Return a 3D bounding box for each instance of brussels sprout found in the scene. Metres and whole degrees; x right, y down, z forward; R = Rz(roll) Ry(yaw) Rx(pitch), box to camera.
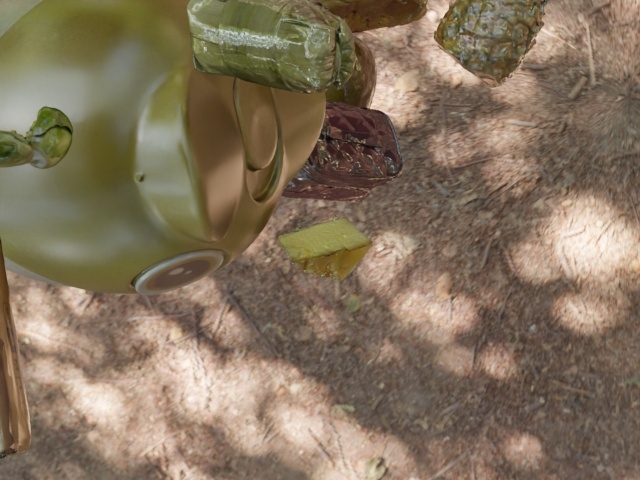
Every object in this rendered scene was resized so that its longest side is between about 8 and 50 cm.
[{"bbox_3d":[-0.249,-0.082,0.631,0.051,0.083,0.046,43,144,28],"label":"brussels sprout"}]

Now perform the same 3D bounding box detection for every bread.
[{"bbox_3d":[0.000,0.000,1.074,0.080,0.109,0.084,-54,48,16],"label":"bread"},{"bbox_3d":[0.021,-0.464,1.326,0.344,0.149,0.195,-15,55,-12],"label":"bread"}]

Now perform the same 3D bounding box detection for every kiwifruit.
[{"bbox_3d":[0.010,-0.289,1.451,0.196,0.196,0.234,25,111,16],"label":"kiwifruit"}]

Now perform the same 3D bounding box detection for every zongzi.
[{"bbox_3d":[-0.005,-0.181,0.652,0.160,0.176,0.078,26,124,33],"label":"zongzi"}]

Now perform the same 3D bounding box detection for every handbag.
[{"bbox_3d":[0.024,-0.148,1.266,0.135,0.225,0.146,-31,62,51],"label":"handbag"}]

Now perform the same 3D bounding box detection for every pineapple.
[{"bbox_3d":[0.307,-0.382,1.156,0.158,0.158,0.279,40,102,11],"label":"pineapple"}]

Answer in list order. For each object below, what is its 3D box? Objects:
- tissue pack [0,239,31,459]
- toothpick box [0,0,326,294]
[{"bbox_3d":[-0.312,0.007,0.444,0.238,0.238,0.306,-18,80,24],"label":"tissue pack"},{"bbox_3d":[-0.247,-0.128,0.935,0.425,0.409,0.409,3,101,24],"label":"toothpick box"}]
